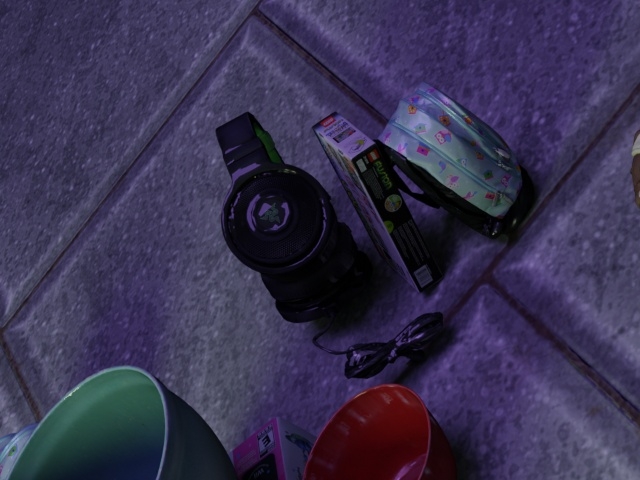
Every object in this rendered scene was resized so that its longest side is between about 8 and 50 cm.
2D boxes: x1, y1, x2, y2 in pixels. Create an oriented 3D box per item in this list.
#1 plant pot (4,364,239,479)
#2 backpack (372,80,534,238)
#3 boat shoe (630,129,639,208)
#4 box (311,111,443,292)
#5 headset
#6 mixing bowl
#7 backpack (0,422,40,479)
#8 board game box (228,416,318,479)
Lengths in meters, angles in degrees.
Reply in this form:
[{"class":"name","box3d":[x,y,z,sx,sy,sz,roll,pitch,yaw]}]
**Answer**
[{"class":"plant pot","box3d":[-0.193,0.307,1.764,0.293,0.196,0.293,-32,39,31]},{"class":"backpack","box3d":[0.148,-0.095,1.873,0.115,0.182,0.152,-58,33,-4]},{"class":"boat shoe","box3d":[0.413,-0.063,1.614,0.257,0.095,0.095,-3,73,57]},{"class":"box","box3d":[0.067,-0.044,1.909,0.036,0.207,0.114,-34,33,-7]},{"class":"headset","box3d":[0.000,0.000,1.960,0.185,0.243,0.394,-28,53,5]},{"class":"mixing bowl","box3d":[0.078,0.252,1.734,0.181,0.098,0.181,-31,41,32]},{"class":"backpack","box3d":[-0.375,0.333,2.166,0.188,0.166,0.144,-47,44,8]},{"class":"board game box","box3d":[-0.075,0.380,1.817,0.224,0.097,0.303,-41,36,22]}]
